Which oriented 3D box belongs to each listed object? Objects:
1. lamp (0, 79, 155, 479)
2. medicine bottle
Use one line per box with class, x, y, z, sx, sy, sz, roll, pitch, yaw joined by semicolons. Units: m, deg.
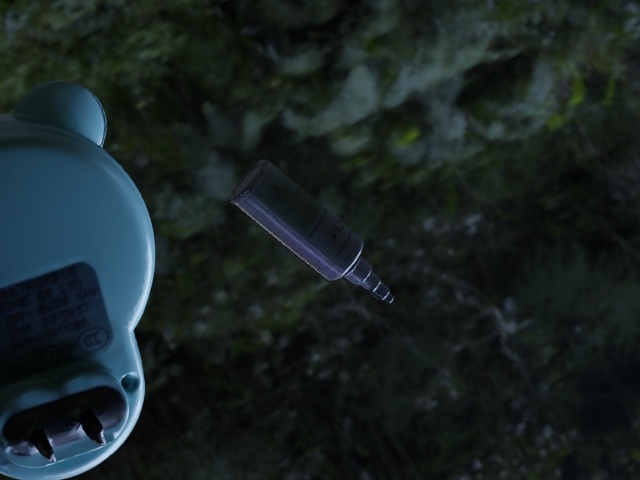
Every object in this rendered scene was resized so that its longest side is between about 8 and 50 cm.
lamp;-0.220;0.038;1.106;0.209;0.284;0.147;-18;180;-15
medicine bottle;0.000;0.000;1.523;0.057;0.199;0.057;-45;-165;16
